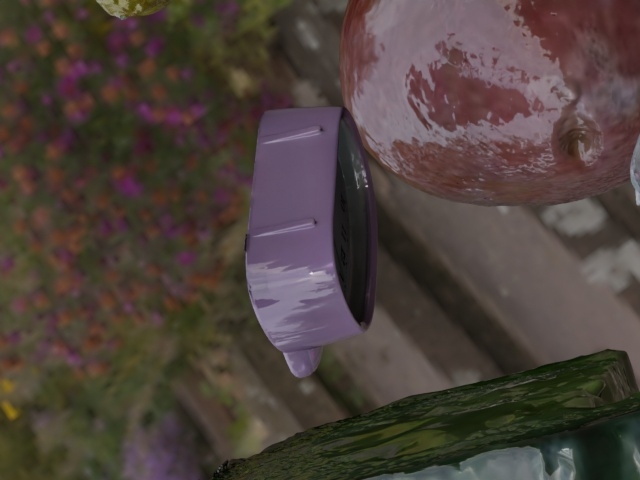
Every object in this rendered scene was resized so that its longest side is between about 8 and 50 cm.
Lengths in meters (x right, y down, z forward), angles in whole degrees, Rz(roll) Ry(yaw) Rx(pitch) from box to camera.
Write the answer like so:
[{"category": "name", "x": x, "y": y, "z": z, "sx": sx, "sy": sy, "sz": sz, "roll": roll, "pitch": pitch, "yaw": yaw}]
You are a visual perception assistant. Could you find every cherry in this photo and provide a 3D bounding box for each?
[{"category": "cherry", "x": 0.138, "y": -0.127, "z": 1.218, "sx": 0.307, "sy": 0.261, "sz": 0.221, "roll": -77, "pitch": -28, "yaw": -79}]

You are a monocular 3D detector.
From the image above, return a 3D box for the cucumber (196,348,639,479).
[{"category": "cucumber", "x": 0.057, "y": 0.104, "z": 0.543, "sx": 0.191, "sy": 0.191, "sz": 0.130, "roll": -175, "pitch": 71, "yaw": -74}]

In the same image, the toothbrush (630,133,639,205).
[{"category": "toothbrush", "x": 0.208, "y": -0.133, "z": 0.969, "sx": 0.025, "sy": 0.307, "sz": 0.029, "roll": 14, "pitch": 145, "yaw": 19}]

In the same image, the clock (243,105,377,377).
[{"category": "clock", "x": 0.000, "y": 0.000, "z": 1.107, "sx": 0.110, "sy": 0.050, "sz": 0.152, "roll": 66, "pitch": -159, "yaw": -45}]

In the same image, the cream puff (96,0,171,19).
[{"category": "cream puff", "x": -0.140, "y": -0.262, "z": 1.568, "sx": 0.116, "sy": 0.146, "sz": 0.146, "roll": -12, "pitch": 116, "yaw": 45}]
